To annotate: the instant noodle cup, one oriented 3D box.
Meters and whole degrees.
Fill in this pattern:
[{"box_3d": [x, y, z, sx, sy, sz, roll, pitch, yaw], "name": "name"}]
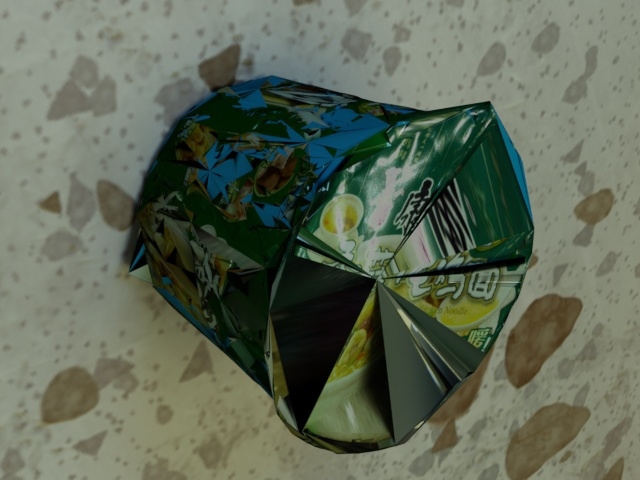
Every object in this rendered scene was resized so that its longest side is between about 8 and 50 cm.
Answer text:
[{"box_3d": [0.000, 0.000, 0.821, 0.240, 0.178, 0.240, -21, 124, -34], "name": "instant noodle cup"}]
